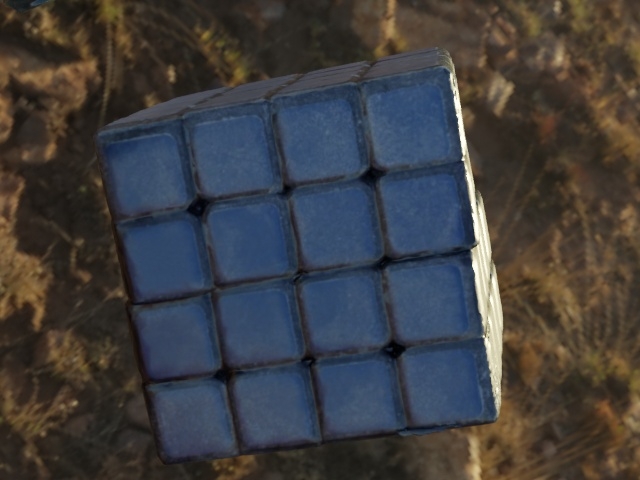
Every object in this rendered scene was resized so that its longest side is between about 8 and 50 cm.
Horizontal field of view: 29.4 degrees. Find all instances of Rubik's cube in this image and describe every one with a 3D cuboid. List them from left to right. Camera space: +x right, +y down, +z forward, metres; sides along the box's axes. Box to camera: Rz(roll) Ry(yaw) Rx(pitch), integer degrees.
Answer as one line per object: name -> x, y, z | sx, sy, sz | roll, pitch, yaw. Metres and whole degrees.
Rubik's cube -> 0.000, 0.000, 1.251 | 0.344, 0.344, 0.337 | -62, 143, -77

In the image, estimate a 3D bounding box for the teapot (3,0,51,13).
teapot -> -0.225, -0.206, 0.880 | 0.063, 0.049, 0.083 | -39, 112, -41
